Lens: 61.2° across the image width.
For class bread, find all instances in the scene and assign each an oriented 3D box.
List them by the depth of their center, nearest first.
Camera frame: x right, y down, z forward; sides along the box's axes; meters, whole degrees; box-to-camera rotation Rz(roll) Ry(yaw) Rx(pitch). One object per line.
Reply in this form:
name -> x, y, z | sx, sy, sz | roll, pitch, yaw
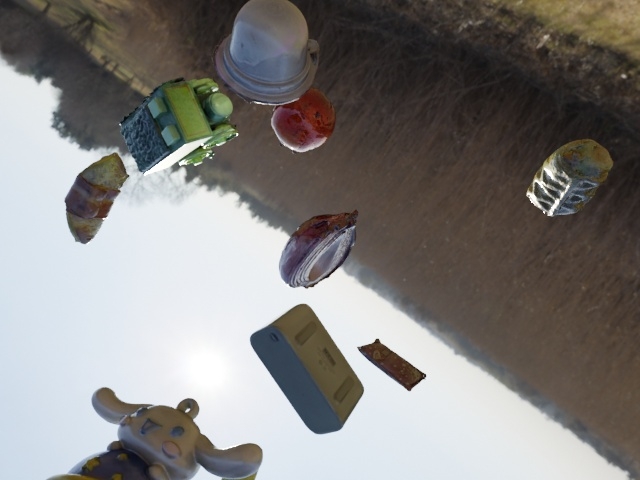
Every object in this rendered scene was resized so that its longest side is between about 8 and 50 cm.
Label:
bread -> 0.641, -0.162, 1.392 | 0.152, 0.130, 0.268 | 6, 158, 7

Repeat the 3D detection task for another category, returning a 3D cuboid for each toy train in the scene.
toy train -> -0.312, -0.250, 1.200 | 0.271, 0.188, 0.159 | -18, 97, 46

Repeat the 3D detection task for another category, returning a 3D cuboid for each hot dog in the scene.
hot dog -> -0.577, -0.115, 1.364 | 0.093, 0.261, 0.123 | 34, -173, 18

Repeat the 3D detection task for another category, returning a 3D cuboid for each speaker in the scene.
speaker -> -0.035, 0.417, 1.792 | 0.406, 0.183, 0.184 | 56, -139, -3

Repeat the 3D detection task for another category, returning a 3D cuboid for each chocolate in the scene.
chocolate -> -0.085, -0.368, 1.002 | 0.221, 0.221, 0.147 | 37, 147, -1

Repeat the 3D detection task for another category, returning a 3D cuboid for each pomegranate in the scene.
pomegranate -> -0.059, -0.385, 1.753 | 0.210, 0.210, 0.235 | 37, 143, -1

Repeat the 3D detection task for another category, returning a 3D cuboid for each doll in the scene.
doll -> -0.236, 0.349, 0.770 | 0.311, 0.160, 0.242 | 0, -157, 16

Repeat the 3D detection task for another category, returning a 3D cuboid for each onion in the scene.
onion -> 0.000, 0.000, 1.467 | 0.120, 0.283, 0.227 | 50, -150, 22

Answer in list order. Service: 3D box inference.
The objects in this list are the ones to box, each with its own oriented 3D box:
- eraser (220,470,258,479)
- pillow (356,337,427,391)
eraser -> -0.210, 0.608, 1.361 | 0.045, 0.122, 0.097 | 16, 174, 34
pillow -> 0.193, 0.336, 1.474 | 0.185, 0.043, 0.118 | 39, -152, 24
